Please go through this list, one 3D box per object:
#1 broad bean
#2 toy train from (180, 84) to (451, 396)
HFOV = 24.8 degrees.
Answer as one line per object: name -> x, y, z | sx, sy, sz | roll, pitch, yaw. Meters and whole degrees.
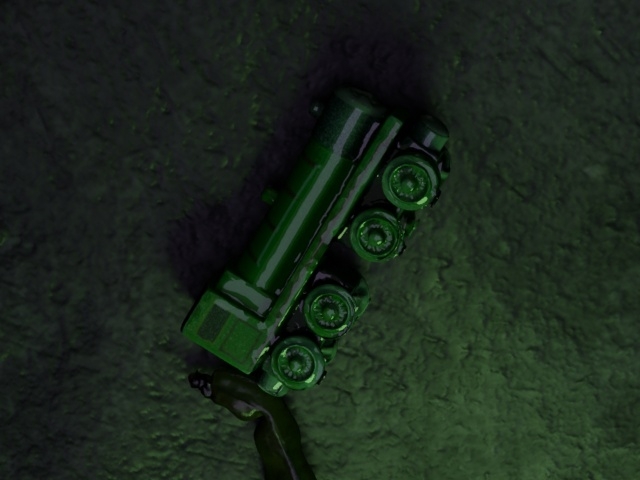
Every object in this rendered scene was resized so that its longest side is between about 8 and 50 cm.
broad bean -> -0.036, 0.178, 1.184 | 0.061, 0.046, 0.195 | -23, 107, 21
toy train -> 0.000, 0.000, 1.095 | 0.119, 0.085, 0.251 | 31, 106, 3
